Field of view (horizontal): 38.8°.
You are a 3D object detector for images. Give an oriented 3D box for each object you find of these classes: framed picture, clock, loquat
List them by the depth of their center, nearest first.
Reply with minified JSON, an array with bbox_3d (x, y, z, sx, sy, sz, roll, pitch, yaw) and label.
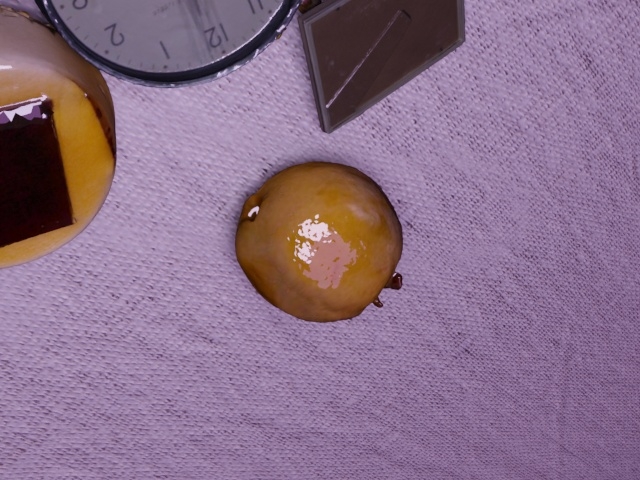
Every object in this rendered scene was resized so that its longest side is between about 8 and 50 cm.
[{"bbox_3d":[-0.149,-0.302,0.930,0.313,0.061,0.312,-16,132,-19],"label":"clock"},{"bbox_3d":[0.091,-0.269,1.170,0.260,0.023,0.189,-35,143,-17],"label":"framed picture"},{"bbox_3d":[0.000,0.000,1.245,0.238,0.193,0.238,-3,100,-19],"label":"loquat"}]

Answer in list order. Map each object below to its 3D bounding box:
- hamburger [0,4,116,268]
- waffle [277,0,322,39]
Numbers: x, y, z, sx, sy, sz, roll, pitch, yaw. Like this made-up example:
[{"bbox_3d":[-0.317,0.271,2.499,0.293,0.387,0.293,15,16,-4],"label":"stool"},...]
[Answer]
[{"bbox_3d":[-0.365,-0.112,0.985,0.302,0.170,0.302,-18,130,-22],"label":"hamburger"},{"bbox_3d":[-0.110,-0.397,0.975,0.380,0.095,0.382,4,121,-37],"label":"waffle"}]
